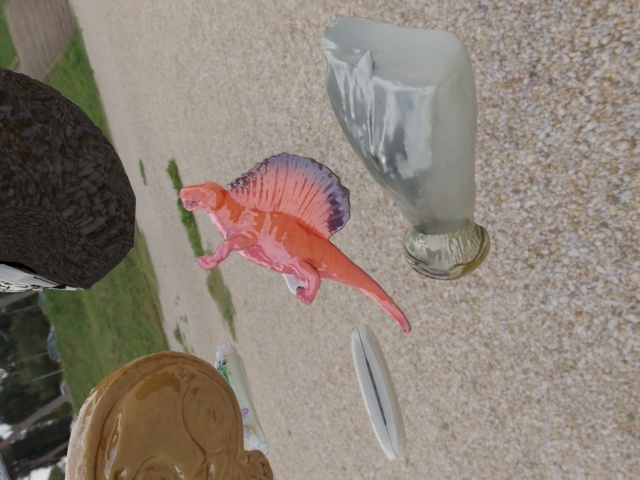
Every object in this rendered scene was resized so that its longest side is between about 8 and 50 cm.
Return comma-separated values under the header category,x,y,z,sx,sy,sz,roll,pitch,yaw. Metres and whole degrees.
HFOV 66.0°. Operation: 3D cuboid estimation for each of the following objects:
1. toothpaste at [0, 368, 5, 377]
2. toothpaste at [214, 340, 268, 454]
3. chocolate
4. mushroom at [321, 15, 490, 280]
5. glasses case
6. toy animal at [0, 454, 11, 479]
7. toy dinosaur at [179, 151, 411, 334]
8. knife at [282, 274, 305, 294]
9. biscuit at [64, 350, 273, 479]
category,x,y,z,sx,sy,sz,roll,pitch,yaw
toothpaste,-0.734,0.321,1.096,0.015,0.083,0.024,42,120,-17
toothpaste,-0.126,0.248,0.748,0.314,0.056,0.058,-136,33,-67
chocolate,-0.565,-0.059,0.826,0.331,0.384,0.383,-21,84,22
mushroom,0.112,-0.085,0.556,0.159,0.122,0.328,60,180,44
glasses case,0.088,0.229,0.759,0.081,0.051,0.204,55,-162,-73
toy animal,-0.363,0.445,0.632,0.367,0.081,0.206,59,167,-10
toy dinosaur,0.000,-0.007,0.501,0.139,0.286,0.070,-62,14,22
knife,-0.139,0.020,1.284,0.336,0.081,0.043,50,-154,-18
biscuit,-0.107,0.231,0.442,0.288,0.044,0.202,63,-157,-17
